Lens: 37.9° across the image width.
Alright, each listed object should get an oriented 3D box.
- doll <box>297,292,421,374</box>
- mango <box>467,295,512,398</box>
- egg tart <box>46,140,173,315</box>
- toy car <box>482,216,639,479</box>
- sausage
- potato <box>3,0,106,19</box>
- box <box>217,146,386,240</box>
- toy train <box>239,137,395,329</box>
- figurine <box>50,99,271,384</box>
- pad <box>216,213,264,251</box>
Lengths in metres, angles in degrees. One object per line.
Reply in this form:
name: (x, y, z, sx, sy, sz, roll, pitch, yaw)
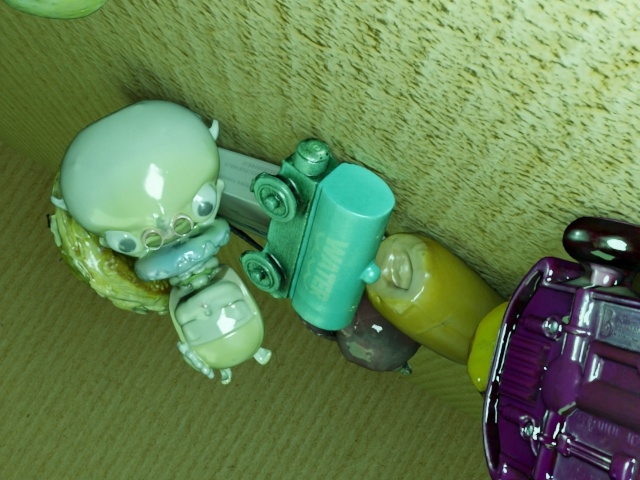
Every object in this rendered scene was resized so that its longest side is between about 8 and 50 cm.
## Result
doll: (0.068, 0.094, 1.382, 0.196, 0.152, 0.256, 22, -177, -9)
mango: (0.296, 0.165, 1.087, 0.187, 0.138, 0.257, -14, 143, 36)
egg tart: (-0.288, -0.016, 1.334, 0.116, 0.295, 0.295, -27, 136, 26)
toy car: (0.294, 0.134, 0.694, 0.240, 0.271, 0.340, 13, -178, -24)
sausage: (0.187, 0.106, 1.189, 0.134, 0.116, 0.354, 16, 165, 45)
potato: (-0.214, -0.222, 0.610, 0.194, 0.157, 0.157, 33, 171, -26)
box: (-0.068, -0.048, 1.319, 0.343, 0.065, 0.200, 21, 167, 46)
toy train: (0.000, 0.000, 1.045, 0.159, 0.101, 0.248, 33, 142, 16)
figurine: (-0.179, 0.005, 1.229, 0.394, 0.226, 0.274, 64, 180, -17)
pad: (-0.215, -0.072, 1.630, 0.269, 0.012, 0.269, 39, 180, 24)
